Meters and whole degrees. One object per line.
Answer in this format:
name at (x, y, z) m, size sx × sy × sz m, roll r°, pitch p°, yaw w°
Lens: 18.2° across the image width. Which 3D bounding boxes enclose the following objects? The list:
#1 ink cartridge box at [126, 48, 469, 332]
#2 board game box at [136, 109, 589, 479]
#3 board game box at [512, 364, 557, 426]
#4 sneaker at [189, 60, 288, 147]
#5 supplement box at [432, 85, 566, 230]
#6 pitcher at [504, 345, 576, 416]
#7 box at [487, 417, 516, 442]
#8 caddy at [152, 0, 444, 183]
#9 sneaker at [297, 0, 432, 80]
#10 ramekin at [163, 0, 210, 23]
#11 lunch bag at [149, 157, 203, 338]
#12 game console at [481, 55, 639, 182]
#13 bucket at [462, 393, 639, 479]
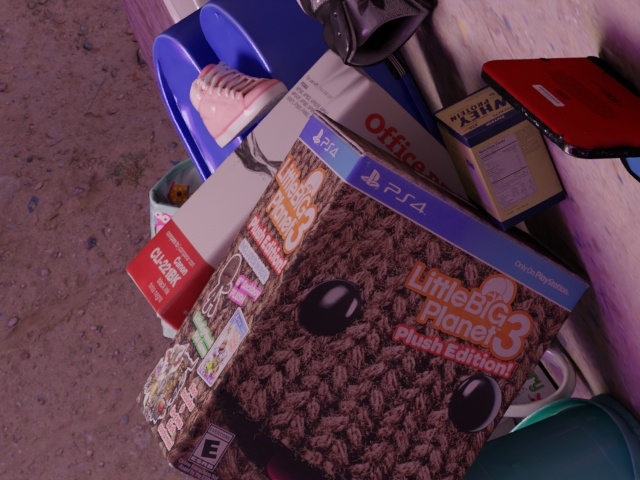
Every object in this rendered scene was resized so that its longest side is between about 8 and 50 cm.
ink cartridge box at (0.000, 0.000, 1.744) m, size 0.197 × 0.273 × 0.114 m, roll 41°, pitch -178°, yaw -29°
board game box at (0.031, 0.084, 1.626) m, size 0.232 × 0.291 × 0.141 m, roll 29°, pitch -172°, yaw -23°
board game box at (0.223, 0.224, 2.042) m, size 0.193 × 0.053 × 0.305 m, roll 57°, pitch 171°, yaw 35°
sneaker at (-0.080, -0.133, 1.804) m, size 0.070 × 0.051 × 0.134 m, roll 56°, pitch 155°, yaw -2°
supplement box at (0.138, -0.066, 1.548) m, size 0.083 × 0.056 × 0.083 m, roll 65°, pitch 173°, yaw -23°
pitcher at (0.115, 0.123, 1.829) m, size 0.178 × 0.207 × 0.125 m, roll 54°, pitch 170°, yaw 44°
box at (0.162, 0.270, 1.992) m, size 0.094 × 0.113 × 0.275 m, roll 53°, pitch 167°, yaw 55°
caddy at (-0.005, -0.124, 1.930) m, size 0.241 × 0.179 × 0.341 m, roll -20°, pitch 98°, yaw 59°
sneaker at (0.016, -0.242, 1.625) m, size 0.153 × 0.101 × 0.268 m, roll 57°, pitch 177°, yaw 37°
ramekin at (-0.096, -0.276, 2.196) m, size 0.273 × 0.127 × 0.273 m, roll 61°, pitch 172°, yaw 14°
lunch bag at (-0.082, 0.002, 2.439) m, size 0.160 × 0.262 × 0.223 m, roll -127°, pitch 26°, yaw -44°
game console at (0.175, -0.052, 1.233) m, size 0.144 × 0.124 × 0.085 m, roll -129°, pitch 40°, yaw -58°
bucket at (0.221, 0.276, 1.725) m, size 0.281 × 0.183 × 0.281 m, roll 61°, pitch 172°, yaw 14°
